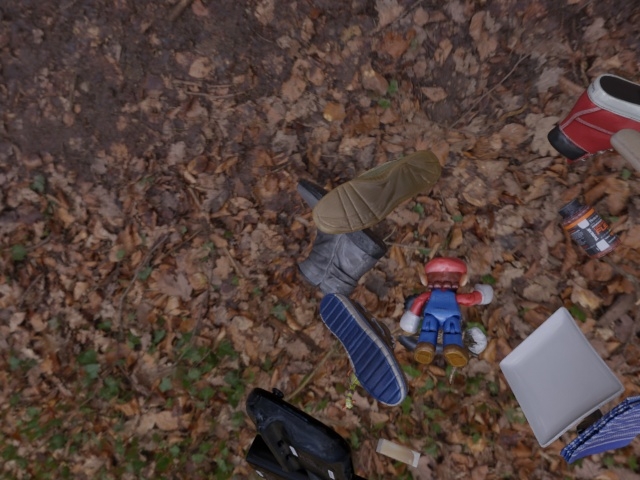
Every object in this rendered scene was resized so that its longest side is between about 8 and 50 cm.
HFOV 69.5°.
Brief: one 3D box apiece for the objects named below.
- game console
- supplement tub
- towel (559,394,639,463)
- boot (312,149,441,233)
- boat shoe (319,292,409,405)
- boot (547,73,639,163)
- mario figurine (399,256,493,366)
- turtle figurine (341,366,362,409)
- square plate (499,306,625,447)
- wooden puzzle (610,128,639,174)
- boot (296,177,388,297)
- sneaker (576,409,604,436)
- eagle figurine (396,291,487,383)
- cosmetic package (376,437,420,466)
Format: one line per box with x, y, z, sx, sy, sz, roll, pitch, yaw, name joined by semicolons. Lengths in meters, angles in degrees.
0.006;0.259;0.521;0.213;0.044;0.361;15;146;17;game console
0.881;-0.042;1.528;0.106;0.106;0.198;-41;81;16;supplement tub
0.804;0.483;1.203;0.243;0.040;0.335;-5;136;-15;towel
0.096;-0.094;0.947;0.262;0.203;0.095;-31;97;-5;boot
0.073;0.144;0.653;0.066;0.066;0.183;-53;54;28;boat shoe
0.561;-0.186;0.845;0.244;0.176;0.088;22;60;2;boot
0.339;0.187;1.237;0.198;0.320;0.170;24;143;-7;mario figurine
0.156;0.521;1.796;0.087;0.269;0.217;36;149;-4;turtle figurine
0.804;0.460;1.570;0.049;0.347;0.344;20;122;-21;square plate
0.506;0.035;0.520;0.348;0.322;0.080;40;121;-20;wooden puzzle
0.000;0.000;1.273;0.338;0.118;0.222;47;109;24;boot
1.065;0.734;1.809;0.130;0.286;0.109;-24;73;13;sneaker
0.434;0.342;1.713;0.226;0.298;0.225;-40;114;-11;eagle figurine
0.227;0.624;1.357;0.115;0.060;0.041;21;68;3;cosmetic package
